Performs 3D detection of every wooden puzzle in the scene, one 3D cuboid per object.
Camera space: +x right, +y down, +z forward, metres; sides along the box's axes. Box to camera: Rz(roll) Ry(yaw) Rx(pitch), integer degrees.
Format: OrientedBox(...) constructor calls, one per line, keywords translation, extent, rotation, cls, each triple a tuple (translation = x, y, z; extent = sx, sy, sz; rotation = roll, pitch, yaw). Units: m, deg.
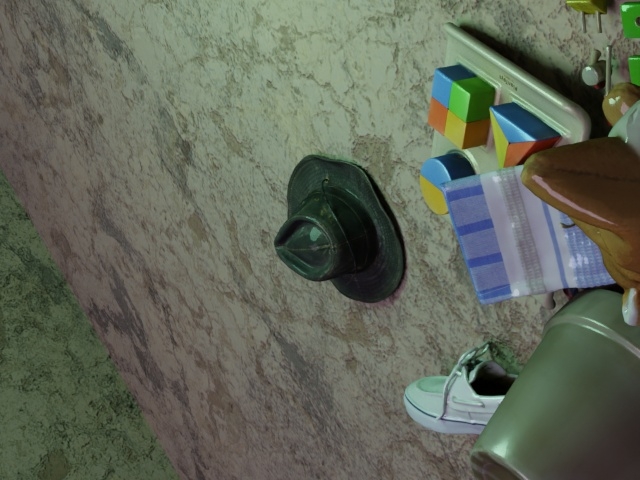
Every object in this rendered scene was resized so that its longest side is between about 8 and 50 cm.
OrientedBox(translation=(0.247, -0.106, 1.700), extent=(0.322, 0.080, 0.348), rotation=(46, 145, 45), cls="wooden puzzle")

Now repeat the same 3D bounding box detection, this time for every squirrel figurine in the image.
OrientedBox(translation=(0.442, -0.003, 1.318), extent=(0.397, 0.281, 0.370), rotation=(35, 164, 19), cls="squirrel figurine")

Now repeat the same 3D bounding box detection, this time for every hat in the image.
OrientedBox(translation=(0.000, 0.000, 2.162), extent=(0.331, 0.134, 0.331), rotation=(36, 140, 37), cls="hat")

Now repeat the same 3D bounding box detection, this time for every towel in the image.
OrientedBox(translation=(0.325, -0.016, 1.580), extent=(0.285, 0.034, 0.209), rotation=(-10, 118, 20), cls="towel")

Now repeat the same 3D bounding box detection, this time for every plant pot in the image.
OrientedBox(translation=(0.368, 0.274, 1.600), extent=(0.323, 0.280, 0.323), rotation=(46, 159, 23), cls="plant pot")

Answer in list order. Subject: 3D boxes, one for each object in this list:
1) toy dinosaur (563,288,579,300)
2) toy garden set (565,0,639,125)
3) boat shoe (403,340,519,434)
OrientedBox(translation=(0.373, 0.082, 1.728), extent=(0.047, 0.090, 0.082), rotation=(140, 134, -74), cls="toy dinosaur")
OrientedBox(translation=(0.403, -0.249, 1.452), extent=(0.203, 0.049, 0.244), rotation=(12, 123, 51), cls="toy garden set")
OrientedBox(translation=(0.271, 0.242, 1.933), extent=(0.367, 0.136, 0.156), rotation=(7, 119, 51), cls="boat shoe")
